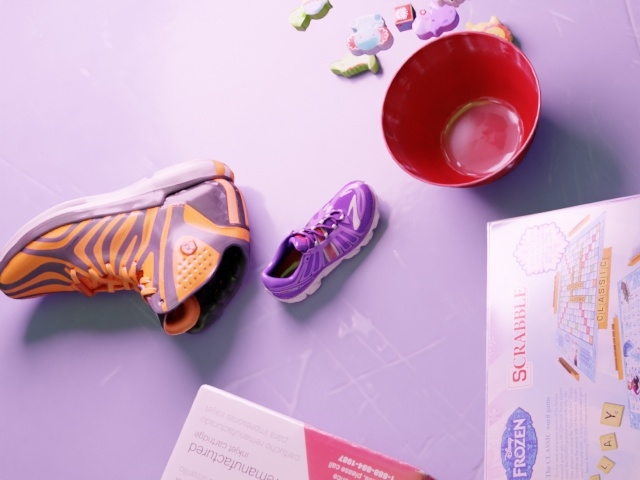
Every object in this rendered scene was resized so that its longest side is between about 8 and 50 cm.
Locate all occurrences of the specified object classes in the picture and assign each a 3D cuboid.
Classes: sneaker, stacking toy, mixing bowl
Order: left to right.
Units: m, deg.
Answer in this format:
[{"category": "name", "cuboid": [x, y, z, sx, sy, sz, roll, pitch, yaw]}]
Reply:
[{"category": "sneaker", "cuboid": [-0.230, 0.038, 1.799, 0.321, 0.124, 0.180, -24, 65, 13]}, {"category": "sneaker", "cuboid": [0.000, 0.000, 1.748, 0.068, 0.071, 0.170, 40, 90, 28]}, {"category": "stacking toy", "cuboid": [0.091, -0.237, 1.736, 0.221, 0.167, 0.052, -11, 69, 17]}, {"category": "mixing bowl", "cuboid": [0.168, -0.129, 1.707, 0.181, 0.098, 0.181, -7, 70, 21]}]

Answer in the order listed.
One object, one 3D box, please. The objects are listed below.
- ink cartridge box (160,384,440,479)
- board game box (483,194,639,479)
[{"category": "ink cartridge box", "cuboid": [-0.057, 0.382, 1.592, 0.279, 0.160, 0.384, 18, 80, 25]}, {"category": "board game box", "cuboid": [0.319, 0.108, 1.538, 0.318, 0.066, 0.318, -10, 62, 29]}]
